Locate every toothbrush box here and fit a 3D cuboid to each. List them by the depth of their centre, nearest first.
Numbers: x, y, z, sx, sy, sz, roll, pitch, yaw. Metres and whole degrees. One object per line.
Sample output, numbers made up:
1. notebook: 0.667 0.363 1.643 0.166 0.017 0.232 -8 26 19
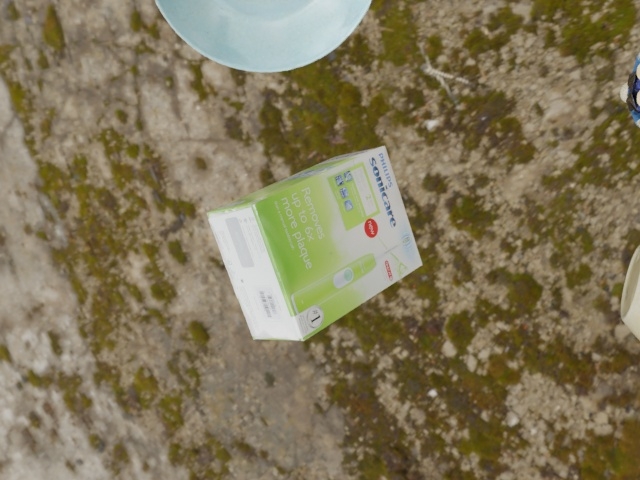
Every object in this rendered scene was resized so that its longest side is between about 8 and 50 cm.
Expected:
1. toothbrush box: 0.000 0.000 1.177 0.122 0.283 0.206 -7 105 47

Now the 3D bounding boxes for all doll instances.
1. doll: 0.485 -0.232 1.170 0.046 0.189 0.129 0 95 14

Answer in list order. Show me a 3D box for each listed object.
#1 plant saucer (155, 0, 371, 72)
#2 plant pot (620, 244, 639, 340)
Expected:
1. plant saucer: -0.047 -0.238 0.649 0.195 0.037 0.194 -3 123 -5
2. plant pot: 0.607 0.089 1.274 0.191 0.284 0.284 13 117 12
